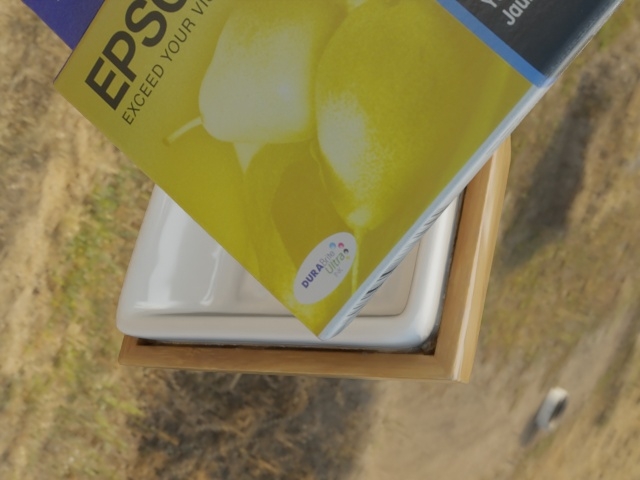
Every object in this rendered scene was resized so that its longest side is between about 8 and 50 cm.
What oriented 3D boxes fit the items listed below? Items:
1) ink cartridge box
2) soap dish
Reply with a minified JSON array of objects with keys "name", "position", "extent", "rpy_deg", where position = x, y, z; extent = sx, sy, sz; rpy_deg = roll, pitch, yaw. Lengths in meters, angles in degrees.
[{"name":"ink cartridge box","position":[-0.015,-0.156,0.605],"extent":[0.304,0.307,0.072],"rpy_deg":[-52,174,26]},{"name":"soap dish","position":[0.000,0.000,0.847],"extent":[0.118,0.290,0.229],"rpy_deg":[41,55,-49]}]
